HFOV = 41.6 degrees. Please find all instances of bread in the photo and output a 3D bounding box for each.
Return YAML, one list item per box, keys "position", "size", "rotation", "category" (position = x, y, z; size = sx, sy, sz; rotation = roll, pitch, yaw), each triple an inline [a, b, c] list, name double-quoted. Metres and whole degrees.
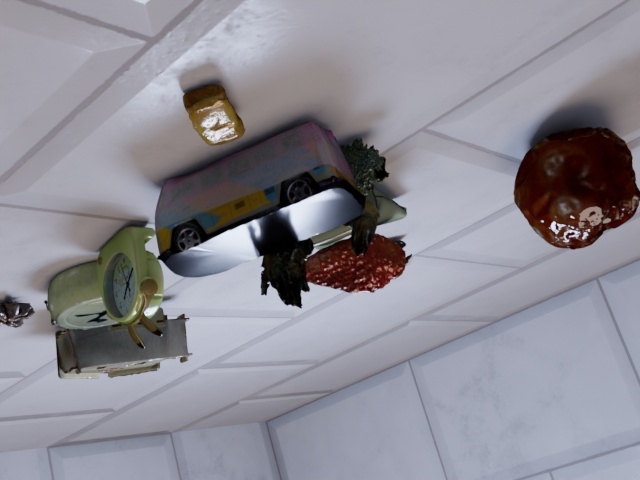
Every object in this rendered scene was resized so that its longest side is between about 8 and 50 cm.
- position: [-0.168, -0.197, 1.340]
  size: [0.074, 0.053, 0.132]
  rotation: [-18, 159, 2]
  category: "bread"

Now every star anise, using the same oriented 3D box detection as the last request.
- position: [-0.699, 0.163, 1.892]
  size: [0.124, 0.056, 0.129]
  rotation: [2, 154, -41]
  category: "star anise"

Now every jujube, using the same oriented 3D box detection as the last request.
- position: [0.576, -0.114, 1.886]
  size: [0.277, 0.276, 0.377]
  rotation: [-23, 162, 19]
  category: "jujube"

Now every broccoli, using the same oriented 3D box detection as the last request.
- position: [0.076, -0.128, 1.673]
  size: [0.118, 0.122, 0.204]
  rotation: [-40, 175, 3]
  category: "broccoli"

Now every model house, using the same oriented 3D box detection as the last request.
- position: [-0.527, 0.266, 2.193]
  size: [0.326, 0.169, 0.244]
  rotation: [-3, 164, -29]
  category: "model house"

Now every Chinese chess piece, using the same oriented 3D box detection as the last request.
- position: [-0.499, 0.126, 1.905]
  size: [0.238, 0.092, 0.238]
  rotation: [-14, 162, -5]
  category: "Chinese chess piece"

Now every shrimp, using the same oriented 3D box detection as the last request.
- position: [0.000, 0.000, 1.644]
  size: [0.233, 0.365, 0.071]
  rotation: [-7, 125, 9]
  category: "shrimp"

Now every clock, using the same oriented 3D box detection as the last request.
- position: [-0.379, 0.099, 1.715]
  size: [0.069, 0.231, 0.170]
  rotation: [2, 154, -42]
  category: "clock"

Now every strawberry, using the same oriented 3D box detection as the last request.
- position: [0.077, 0.034, 1.838]
  size: [0.236, 0.175, 0.106]
  rotation: [-17, 125, -20]
  category: "strawberry"

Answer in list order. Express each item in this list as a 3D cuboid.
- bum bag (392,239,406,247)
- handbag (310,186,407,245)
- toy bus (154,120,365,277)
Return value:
- position: [0.106, 0.050, 2.242]
  size: [0.248, 0.060, 0.123]
  rotation: [-8, 158, -26]
  category: "bum bag"
- position: [0.074, -0.034, 1.926]
  size: [0.241, 0.109, 0.315]
  rotation: [-20, 164, 12]
  category: "handbag"
- position: [-0.126, -0.073, 1.551]
  size: [0.386, 0.162, 0.171]
  rotation: [-22, 156, 15]
  category: "toy bus"
